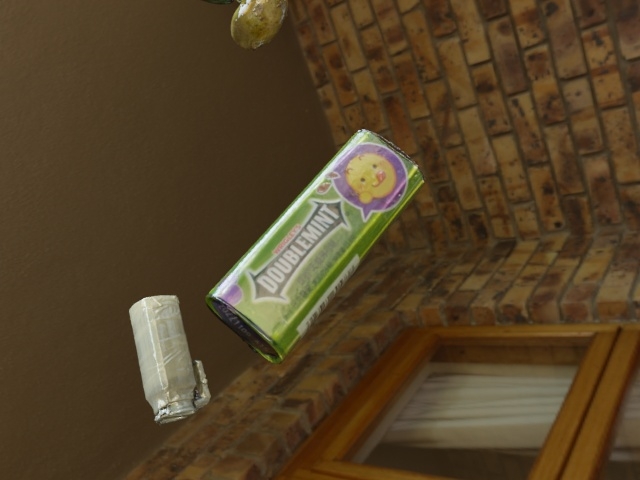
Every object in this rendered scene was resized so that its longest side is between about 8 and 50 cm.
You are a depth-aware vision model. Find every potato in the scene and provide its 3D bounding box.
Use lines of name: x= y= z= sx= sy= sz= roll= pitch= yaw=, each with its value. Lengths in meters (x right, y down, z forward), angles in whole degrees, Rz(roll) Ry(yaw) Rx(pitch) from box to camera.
potato: x=-0.119 y=-0.441 z=1.195 sx=0.091 sy=0.070 sz=0.138 roll=27 pitch=-77 yaw=-27

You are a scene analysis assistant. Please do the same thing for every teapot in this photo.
teapot: x=-0.246 y=0.197 z=1.010 sx=0.107 sy=0.077 sz=0.200 roll=8 pitch=-123 yaw=-48

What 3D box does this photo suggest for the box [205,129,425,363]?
box: x=0.000 y=0.000 z=0.848 sx=0.134 sy=0.097 sz=0.345 roll=39 pitch=-113 yaw=7

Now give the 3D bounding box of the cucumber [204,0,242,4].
cucumber: x=-0.183 y=-0.363 z=0.861 sx=0.039 sy=0.168 sz=0.039 roll=16 pitch=-90 yaw=-80
